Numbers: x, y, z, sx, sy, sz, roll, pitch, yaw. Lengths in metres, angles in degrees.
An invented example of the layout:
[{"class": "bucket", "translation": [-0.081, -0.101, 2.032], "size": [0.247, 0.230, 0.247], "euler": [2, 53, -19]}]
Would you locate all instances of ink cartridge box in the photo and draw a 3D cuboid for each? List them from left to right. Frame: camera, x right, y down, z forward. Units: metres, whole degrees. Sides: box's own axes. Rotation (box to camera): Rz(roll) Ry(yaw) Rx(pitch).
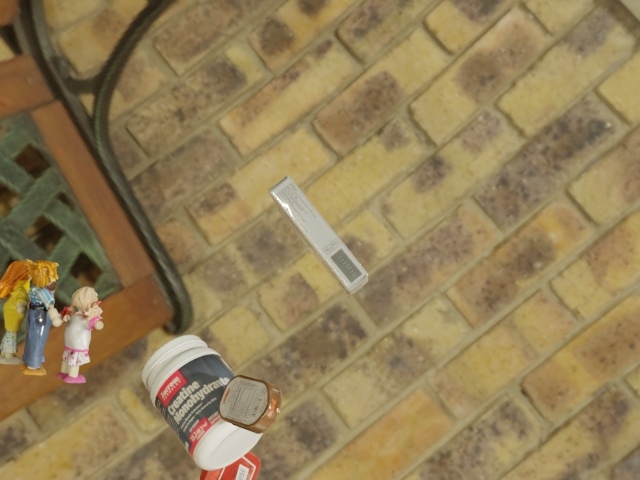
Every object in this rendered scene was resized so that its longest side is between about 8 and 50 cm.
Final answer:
[{"class": "ink cartridge box", "translation": [0.000, 0.000, 1.903], "size": [0.060, 0.275, 0.239], "euler": [-39, 172, -2]}]

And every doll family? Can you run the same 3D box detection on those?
[{"class": "doll family", "translation": [-0.422, 0.108, 1.276], "size": [0.118, 0.163, 0.263], "euler": [9, 179, -38]}]

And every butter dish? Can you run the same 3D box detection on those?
[{"class": "butter dish", "translation": [-0.257, 0.610, 2.255], "size": [0.118, 0.160, 0.160], "euler": [-12, -137, 40]}]

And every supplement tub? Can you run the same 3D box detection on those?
[{"class": "supplement tub", "translation": [-0.268, 0.368, 1.978], "size": [0.191, 0.272, 0.191], "euler": [-32, 149, -22]}]

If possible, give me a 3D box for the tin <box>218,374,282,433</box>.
[{"class": "tin", "translation": [-0.148, 0.336, 1.790], "size": [0.189, 0.040, 0.106], "euler": [0, -120, 54]}]
